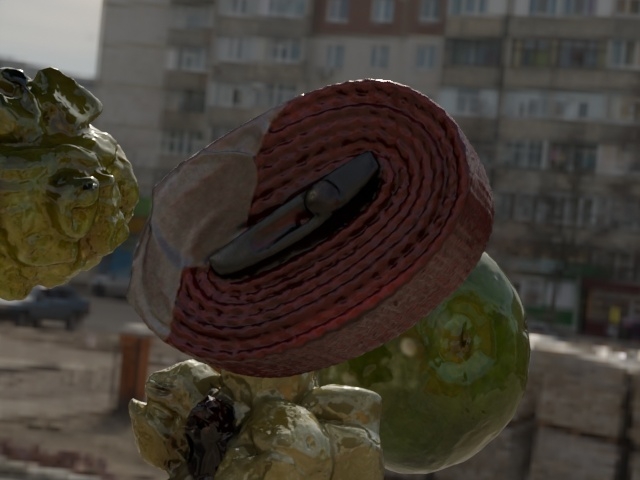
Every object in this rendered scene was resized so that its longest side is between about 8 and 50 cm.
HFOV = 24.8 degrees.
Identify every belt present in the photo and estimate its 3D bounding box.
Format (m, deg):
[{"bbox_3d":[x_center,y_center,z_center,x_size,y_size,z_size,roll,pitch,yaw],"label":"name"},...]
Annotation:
[{"bbox_3d":[0.000,0.000,0.814,0.201,0.128,0.124,-29,-16,9],"label":"belt"}]

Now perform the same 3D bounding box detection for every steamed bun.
[{"bbox_3d":[-0.049,0.147,1.022,0.192,0.177,0.106,-37,-38,18],"label":"steamed bun"}]

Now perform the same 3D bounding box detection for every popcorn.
[{"bbox_3d":[-0.261,-0.049,1.195,0.218,0.189,0.169,2,-38,-25],"label":"popcorn"}]

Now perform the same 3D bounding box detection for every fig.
[{"bbox_3d":[0.071,0.091,1.371,0.233,0.233,0.314,6,10,-11],"label":"fig"}]
